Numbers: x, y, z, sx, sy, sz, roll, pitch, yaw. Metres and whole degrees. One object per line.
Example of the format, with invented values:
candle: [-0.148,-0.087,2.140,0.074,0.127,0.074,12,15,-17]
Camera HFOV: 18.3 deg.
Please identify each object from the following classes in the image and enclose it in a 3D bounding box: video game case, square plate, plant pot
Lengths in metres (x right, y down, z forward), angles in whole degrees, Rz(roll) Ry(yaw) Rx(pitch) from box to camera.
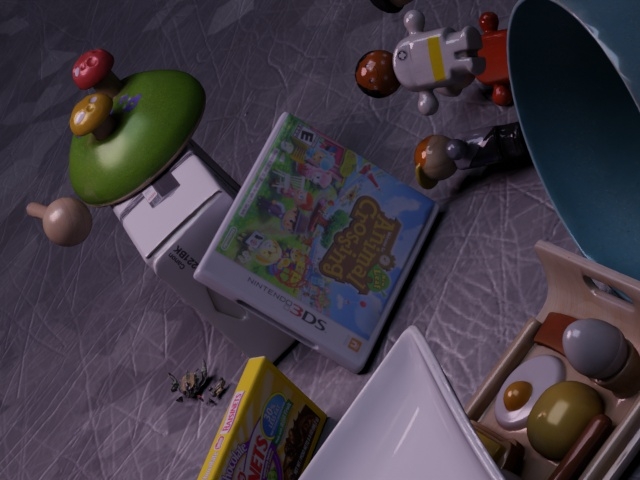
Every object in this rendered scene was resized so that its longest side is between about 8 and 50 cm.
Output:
video game case: [0.000,0.000,2.014,0.212,0.193,0.023,-63,8,-28]
square plate: [0.050,0.297,1.621,0.347,0.049,0.344,-57,32,18]
plant pot: [0.313,-0.109,1.698,0.195,0.290,0.290,-23,26,-13]

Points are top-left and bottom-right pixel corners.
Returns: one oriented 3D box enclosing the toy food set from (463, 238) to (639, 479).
toy food set: [0.162,0.152,1.695,0.306,0.092,0.220,-53,29,-6]

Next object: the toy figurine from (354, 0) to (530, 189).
toy figurine: [0.132,-0.183,2.047,0.148,0.213,0.209,-10,48,29]

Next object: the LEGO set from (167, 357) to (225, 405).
LEGO set: [-0.133,0.159,2.156,0.054,0.023,0.083,-49,42,-1]

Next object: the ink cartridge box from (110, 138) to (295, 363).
ink cartridge box: [-0.121,-0.006,2.161,0.114,0.197,0.273,-44,29,3]

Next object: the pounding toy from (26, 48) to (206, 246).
pounding toy: [-0.245,-0.120,2.148,0.237,0.110,0.183,-47,28,-5]

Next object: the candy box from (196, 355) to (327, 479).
candy box: [-0.064,0.223,1.895,0.027,0.105,0.206,-15,42,43]
